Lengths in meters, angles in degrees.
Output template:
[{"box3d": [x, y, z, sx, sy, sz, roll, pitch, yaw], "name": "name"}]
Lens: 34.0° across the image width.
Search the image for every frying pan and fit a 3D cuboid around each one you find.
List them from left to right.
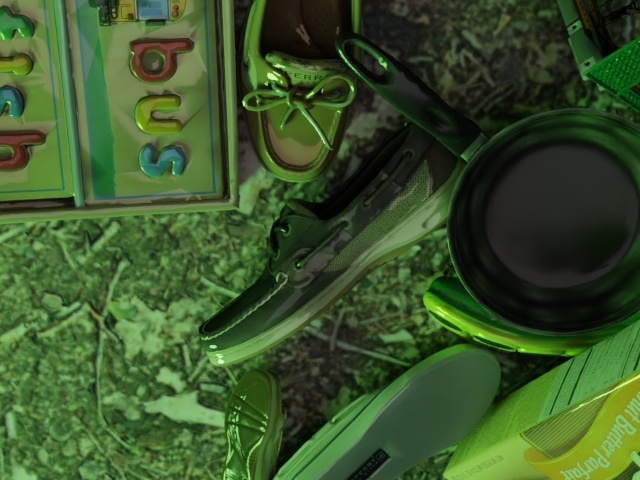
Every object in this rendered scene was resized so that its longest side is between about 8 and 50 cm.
[{"box3d": [0.142, -0.035, 0.866, 0.326, 0.053, 0.197, 18, 109, -2], "name": "frying pan"}]

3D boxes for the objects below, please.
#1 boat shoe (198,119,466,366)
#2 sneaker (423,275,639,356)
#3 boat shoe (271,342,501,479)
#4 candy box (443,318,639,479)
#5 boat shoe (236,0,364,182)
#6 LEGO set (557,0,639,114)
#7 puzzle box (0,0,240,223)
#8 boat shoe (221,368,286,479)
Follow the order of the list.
[{"box3d": [0.000, 0.000, 0.921, 0.285, 0.103, 0.092, -36, 105, 5], "name": "boat shoe"}, {"box3d": [0.240, 0.046, 0.968, 0.295, 0.109, 0.124, 1, 85, -1], "name": "sneaker"}, {"box3d": [0.053, 0.178, 0.999, 0.258, 0.084, 0.095, -36, 116, -4], "name": "boat shoe"}, {"box3d": [0.272, 0.187, 0.913, 0.183, 0.087, 0.316, 39, 140, -5], "name": "candy box"}, {"box3d": [-0.016, -0.177, 0.851, 0.104, 0.089, 0.285, -1, 112, -5], "name": "boat shoe"}, {"box3d": [0.328, -0.233, 0.815, 0.255, 0.192, 0.331, 13, 144, -35], "name": "LEGO set"}, {"box3d": [-0.203, -0.211, 0.828, 0.272, 0.052, 0.409, -5, 113, -8], "name": "puzzle box"}, {"box3d": [-0.059, 0.192, 1.019, 0.056, 0.048, 0.153, 20, 111, 36], "name": "boat shoe"}]
